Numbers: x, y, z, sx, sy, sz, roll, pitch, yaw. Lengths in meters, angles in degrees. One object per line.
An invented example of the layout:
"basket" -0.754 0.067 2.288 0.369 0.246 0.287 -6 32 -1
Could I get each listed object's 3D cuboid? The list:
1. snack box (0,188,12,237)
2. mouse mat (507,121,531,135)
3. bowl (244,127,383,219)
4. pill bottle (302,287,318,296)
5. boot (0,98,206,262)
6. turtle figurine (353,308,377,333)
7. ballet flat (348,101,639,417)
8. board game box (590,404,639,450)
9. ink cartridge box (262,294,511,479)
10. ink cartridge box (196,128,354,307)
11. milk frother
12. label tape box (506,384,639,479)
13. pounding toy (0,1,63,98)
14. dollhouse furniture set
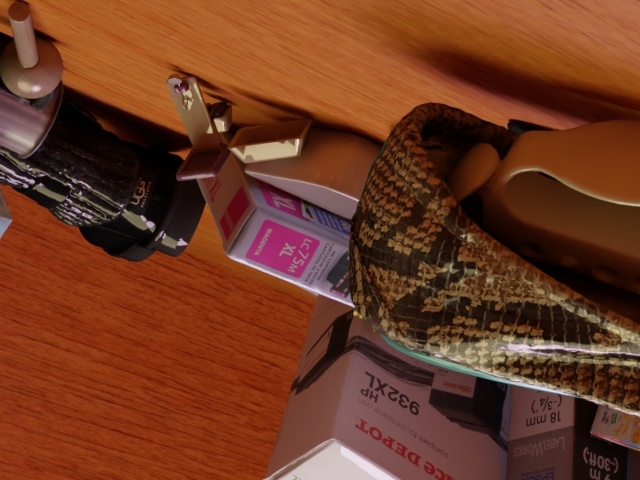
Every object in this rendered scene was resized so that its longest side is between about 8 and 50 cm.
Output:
"snack box" -0.396 -0.043 1.597 0.060 0.187 0.322 22 -158 -36
"mouse mat" 0.193 -0.006 1.093 0.152 0.007 0.190 35 172 22
"bowl" 0.026 -0.050 1.357 0.142 0.053 0.142 24 173 -36
"pill bottle" -0.009 0.015 1.998 0.087 0.087 0.160 18 174 26
"boot" -0.279 -0.080 1.792 0.260 0.131 0.348 20 172 -18
"turtle figurine" 0.000 0.000 1.726 0.217 0.087 0.269 42 167 24
"ballet flat" 0.246 0.039 0.900 0.482 0.164 0.182 19 132 11
"board game box" 0.389 0.150 1.569 0.142 0.144 0.275 20 176 -13
"ink cartridge box" 0.092 0.175 1.814 0.223 0.307 0.129 35 134 -18
"ink cartridge box" 0.043 0.006 1.507 0.311 0.065 0.186 25 -162 -25
"milk frother" -0.310 -0.112 1.490 0.134 0.143 0.129 25 166 -27
"label tape box" 0.313 0.247 1.784 0.240 0.334 0.106 23 151 -35
"pounding toy" -0.336 -0.173 1.337 0.236 0.110 0.183 -9 163 -1
"dollhouse furniture set" -0.062 -0.110 1.316 0.114 0.091 0.081 -6 122 23
